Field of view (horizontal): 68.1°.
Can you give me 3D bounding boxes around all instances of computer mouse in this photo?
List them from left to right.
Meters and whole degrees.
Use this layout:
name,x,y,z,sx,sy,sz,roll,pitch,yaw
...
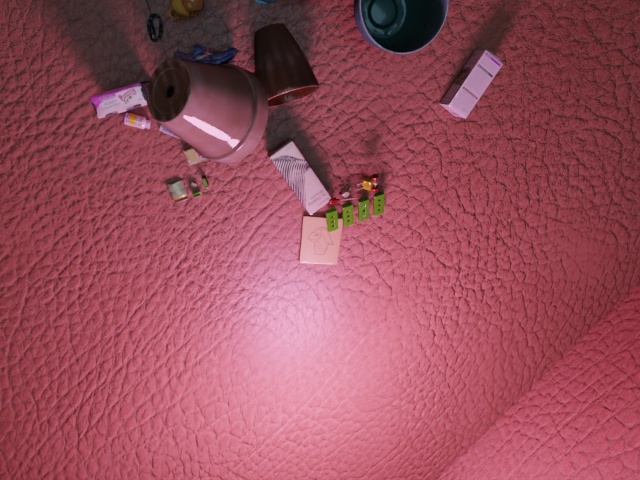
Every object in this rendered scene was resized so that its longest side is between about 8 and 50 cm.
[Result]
name,x,y,z,sx,sy,sz,roll,pitch,yaw
computer mouse,-0.564,-0.771,1.528,0.071,0.041,0.242,-16,112,-6

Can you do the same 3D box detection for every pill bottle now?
name,x,y,z,sx,sy,sz,roll,pitch,yaw
pill bottle,-0.633,-0.412,1.641,0.083,0.043,0.044,13,107,-16

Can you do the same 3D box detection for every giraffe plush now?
name,x,y,z,sx,sy,sz,roll,pitch,yaw
giraffe plush,-0.429,-0.784,1.479,0.181,0.210,0.171,-20,120,-30

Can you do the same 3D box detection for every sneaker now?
name,x,y,z,sx,sy,sz,roll,pitch,yaw
sneaker,-0.389,-0.621,1.598,0.221,0.083,0.087,-17,104,-9

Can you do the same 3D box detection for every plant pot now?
name,x,y,z,sx,sy,sz,roll,pitch,yaw
plant pot,-0.373,-0.424,1.487,0.280,0.323,0.323,3,117,-60
plant pot,-0.138,-0.597,1.603,0.215,0.215,0.231,-19,98,-4
plant pot,0.240,-0.777,1.581,0.292,0.235,0.293,-4,110,-11

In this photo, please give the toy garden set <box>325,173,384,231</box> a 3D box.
name,x,y,z,sx,sy,sz,roll,pitch,yaw
toy garden set,0.129,-0.154,1.842,0.244,0.049,0.204,-19,140,-11

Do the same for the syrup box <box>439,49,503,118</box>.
name,x,y,z,sx,sy,sz,roll,pitch,yaw
syrup box,0.567,-0.591,1.789,0.096,0.093,0.237,30,101,-19

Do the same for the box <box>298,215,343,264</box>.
name,x,y,z,sx,sy,sz,roll,pitch,yaw
box,0.000,0.000,1.930,0.164,0.021,0.202,3,110,-12

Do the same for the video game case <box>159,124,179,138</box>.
name,x,y,z,sx,sy,sz,roll,pitch,yaw
video game case,-0.508,-0.430,1.678,0.087,0.011,0.122,22,104,-18

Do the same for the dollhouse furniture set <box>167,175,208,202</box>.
name,x,y,z,sx,sy,sz,roll,pitch,yaw
dollhouse furniture set,-0.487,-0.189,1.743,0.151,0.058,0.076,-20,112,-4

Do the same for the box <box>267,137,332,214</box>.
name,x,y,z,sx,sy,sz,roll,pitch,yaw
box,-0.078,-0.241,1.787,0.113,0.094,0.275,-37,112,2

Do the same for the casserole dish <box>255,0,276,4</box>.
name,x,y,z,sx,sy,sz,roll,pitch,yaw
casserole dish,-0.177,-0.883,1.567,0.114,0.037,0.189,12,108,-15

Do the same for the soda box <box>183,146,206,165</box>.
name,x,y,z,sx,sy,sz,roll,pitch,yaw
soda box,-0.397,-0.329,1.709,0.181,0.061,0.058,-21,112,-3

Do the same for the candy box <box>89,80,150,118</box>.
name,x,y,z,sx,sy,sz,roll,pitch,yaw
candy box,-0.624,-0.458,1.524,0.159,0.233,0.071,-18,112,-5
